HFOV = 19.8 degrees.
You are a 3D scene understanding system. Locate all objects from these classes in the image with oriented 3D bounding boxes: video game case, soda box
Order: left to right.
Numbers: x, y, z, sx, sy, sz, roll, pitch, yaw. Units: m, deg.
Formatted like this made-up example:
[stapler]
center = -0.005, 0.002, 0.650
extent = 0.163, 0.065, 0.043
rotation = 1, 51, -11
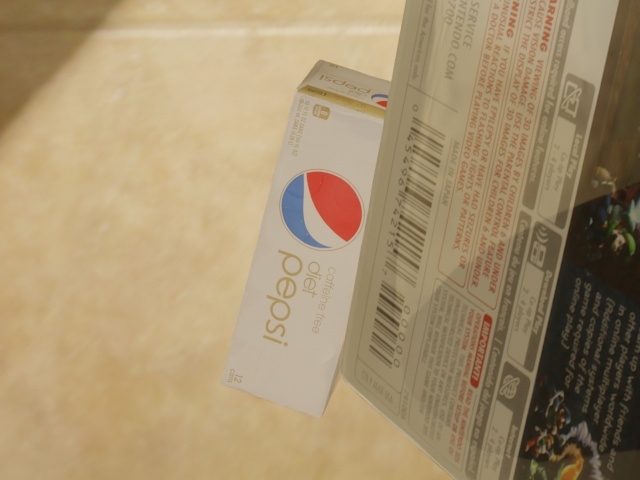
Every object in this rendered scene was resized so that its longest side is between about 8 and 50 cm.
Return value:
[soda box]
center = 0.000, 0.000, 1.173
extent = 0.074, 0.069, 0.216
rotation = 18, 115, 6
[video game case]
center = 0.066, -0.026, 0.340
extent = 0.022, 0.173, 0.190
rotation = 0, 110, -29
